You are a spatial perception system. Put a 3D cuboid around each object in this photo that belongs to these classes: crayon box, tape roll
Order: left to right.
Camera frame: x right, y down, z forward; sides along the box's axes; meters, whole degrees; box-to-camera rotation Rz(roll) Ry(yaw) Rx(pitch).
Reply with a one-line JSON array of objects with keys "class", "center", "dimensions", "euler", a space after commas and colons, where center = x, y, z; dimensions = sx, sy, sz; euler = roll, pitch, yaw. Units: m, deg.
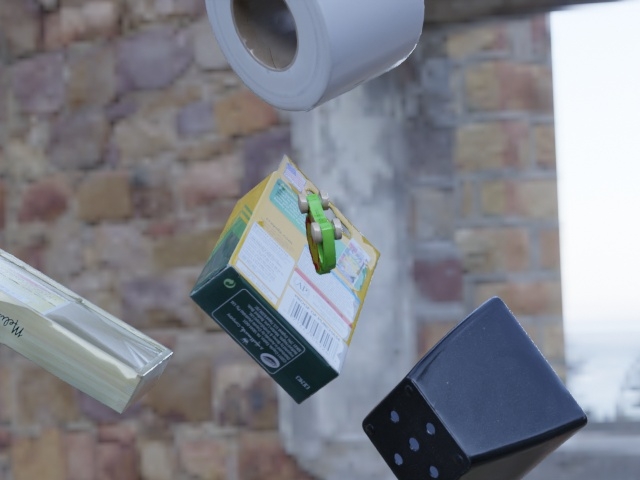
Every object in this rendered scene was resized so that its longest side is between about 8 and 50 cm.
[{"class": "crayon box", "center": [-0.040, 0.046, 2.368], "dimensions": [0.083, 0.203, 0.323], "euler": [-38, 14, 27]}, {"class": "tape roll", "center": [-0.010, -0.307, 2.308], "dimensions": [0.169, 0.246, 0.246], "euler": [-29, 13, -33]}]

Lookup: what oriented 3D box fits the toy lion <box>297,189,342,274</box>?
[{"class": "toy lion", "center": [0.000, 0.000, 2.005], "dimensions": [0.034, 0.096, 0.100], "euler": [-11, 33, -9]}]

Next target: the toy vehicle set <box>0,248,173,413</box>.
[{"class": "toy vehicle set", "center": [-0.253, 0.048, 1.469], "dimensions": [0.267, 0.035, 0.166], "euler": [31, 4, 3]}]

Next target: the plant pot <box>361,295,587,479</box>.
[{"class": "plant pot", "center": [0.165, 0.211, 2.126], "dimensions": [0.167, 0.188, 0.187], "euler": [-25, -17, -40]}]
